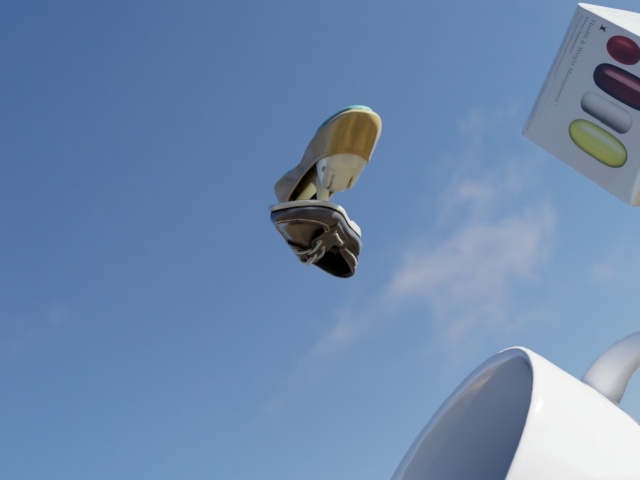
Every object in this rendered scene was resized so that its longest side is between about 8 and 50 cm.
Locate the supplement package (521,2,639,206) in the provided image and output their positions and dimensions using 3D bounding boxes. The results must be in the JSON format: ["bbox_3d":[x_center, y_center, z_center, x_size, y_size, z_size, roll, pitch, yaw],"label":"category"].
[{"bbox_3d":[0.412,-0.176,1.243,0.149,0.203,0.194,-4,-56,-39],"label":"supplement package"}]

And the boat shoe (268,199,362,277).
[{"bbox_3d":[0.000,0.000,1.137,0.075,0.065,0.206,-8,-15,21],"label":"boat shoe"}]

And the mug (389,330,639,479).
[{"bbox_3d":[0.247,0.245,0.753,0.374,0.328,0.276,-58,3,-9],"label":"mug"}]

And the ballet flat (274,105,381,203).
[{"bbox_3d":[0.011,-0.077,1.129,0.080,0.073,0.232,4,-22,-21],"label":"ballet flat"}]
